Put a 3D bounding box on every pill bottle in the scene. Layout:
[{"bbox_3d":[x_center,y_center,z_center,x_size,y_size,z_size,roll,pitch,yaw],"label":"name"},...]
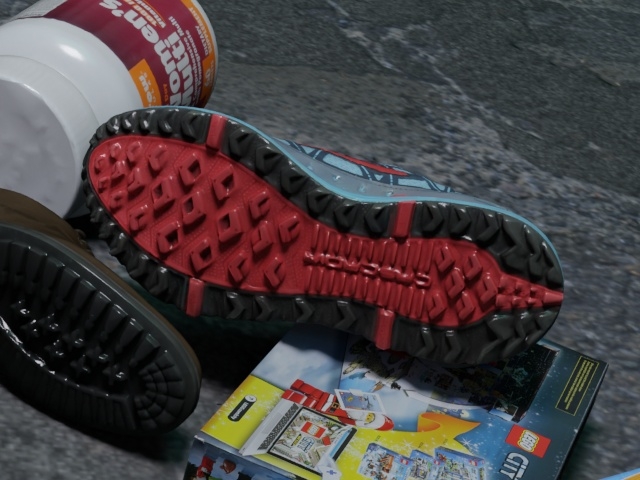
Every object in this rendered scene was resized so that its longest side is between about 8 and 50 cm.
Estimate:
[{"bbox_3d":[-0.149,-0.084,1.034,0.121,0.121,0.221,21,26,6],"label":"pill bottle"}]

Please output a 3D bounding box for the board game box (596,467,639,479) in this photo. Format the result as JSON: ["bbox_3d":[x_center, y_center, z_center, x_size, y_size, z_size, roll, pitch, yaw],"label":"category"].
[{"bbox_3d":[0.064,0.166,0.628,0.211,0.160,0.039,-7,34,-41],"label":"board game box"}]

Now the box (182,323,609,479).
[{"bbox_3d":[0.046,0.097,0.884,0.159,0.044,0.233,23,26,12],"label":"box"}]

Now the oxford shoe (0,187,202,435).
[{"bbox_3d":[-0.138,0.021,0.882,0.227,0.082,0.096,32,25,25],"label":"oxford shoe"}]

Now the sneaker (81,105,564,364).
[{"bbox_3d":[0.000,0.000,0.923,0.262,0.104,0.125,20,8,7],"label":"sneaker"}]
